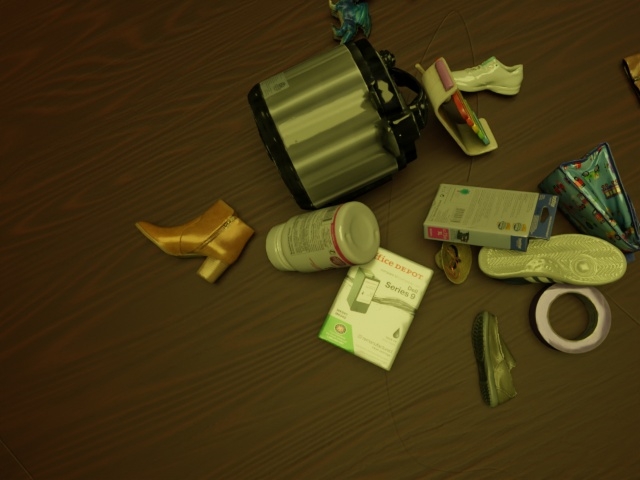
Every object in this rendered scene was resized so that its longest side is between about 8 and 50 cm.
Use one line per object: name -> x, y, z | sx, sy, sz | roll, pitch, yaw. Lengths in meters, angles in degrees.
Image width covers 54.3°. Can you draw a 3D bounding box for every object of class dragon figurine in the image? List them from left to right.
dragon figurine -> 0.102, -0.632, 1.790 | 0.144, 0.085, 0.288 | -5, 81, 6

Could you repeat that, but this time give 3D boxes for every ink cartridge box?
ink cartridge box -> 0.148, 0.169, 1.669 | 0.211, 0.121, 0.289 | 24, 86, 8
ink cartridge box -> 0.440, -0.061, 1.609 | 0.311, 0.065, 0.185 | 6, 42, 25

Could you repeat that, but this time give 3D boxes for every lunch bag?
lunch bag -> 0.708, -0.070, 1.587 | 0.138, 0.221, 0.293 | -28, 81, 2

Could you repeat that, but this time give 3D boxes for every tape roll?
tape roll -> 0.651, 0.199, 1.633 | 0.189, 0.080, 0.188 | -1, 82, 7

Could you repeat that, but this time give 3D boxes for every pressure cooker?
pressure cooker -> 0.066, -0.309, 1.610 | 0.421, 0.375, 0.369 | -25, 78, 3

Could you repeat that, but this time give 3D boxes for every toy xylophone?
toy xylophone -> 0.351, -0.359, 1.635 | 0.081, 0.323, 0.236 | -29, 63, 22

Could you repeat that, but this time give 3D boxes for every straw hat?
straw hat -> 0.345, 0.047, 1.691 | 0.061, 0.145, 0.144 | -9, 79, 48

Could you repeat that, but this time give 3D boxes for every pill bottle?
pill bottle -> 0.000, 0.000, 1.629 | 0.283, 0.160, 0.160 | -11, 80, 43

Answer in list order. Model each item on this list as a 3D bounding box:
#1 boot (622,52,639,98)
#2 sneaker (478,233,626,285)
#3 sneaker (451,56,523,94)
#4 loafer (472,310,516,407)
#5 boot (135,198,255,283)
boot -> 0.998, -0.439, 1.666 | 0.281, 0.096, 0.264 | -26, 81, 3
sneaker -> 0.591, 0.056, 1.609 | 0.350, 0.148, 0.131 | 4, 80, 20
sneaker -> 0.450, -0.463, 1.720 | 0.213, 0.094, 0.080 | 4, 41, 0
loafer -> 0.462, 0.308, 1.643 | 0.088, 0.094, 0.250 | -6, 87, -6
boot -> -0.351, -0.035, 1.768 | 0.295, 0.104, 0.211 | 33, 82, 4
